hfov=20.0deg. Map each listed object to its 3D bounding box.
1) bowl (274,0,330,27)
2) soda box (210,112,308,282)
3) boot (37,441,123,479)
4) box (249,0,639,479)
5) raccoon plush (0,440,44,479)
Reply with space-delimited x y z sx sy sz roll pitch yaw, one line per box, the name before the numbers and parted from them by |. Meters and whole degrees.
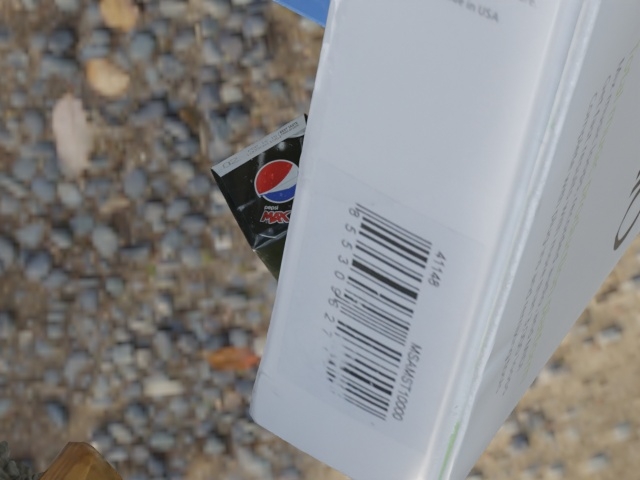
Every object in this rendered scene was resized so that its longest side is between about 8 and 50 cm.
bowl | 0.135 -0.104 1.111 0.391 0.391 0.077 24 97 -28
soda box | 0.000 0.000 0.951 0.060 0.053 0.169 -30 155 2
boot | -0.120 0.155 0.390 0.096 0.280 0.264 -5 129 50
box | 0.100 -0.114 0.448 0.058 0.322 0.232 26 135 15
raccoon plush | -0.192 0.045 0.762 0.299 0.446 0.216 -12 172 25
